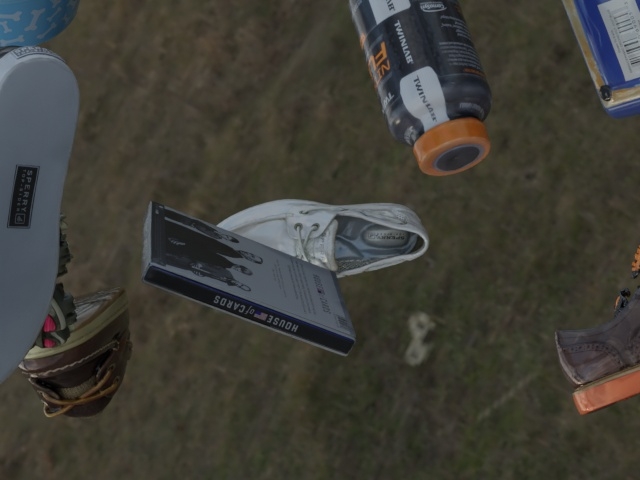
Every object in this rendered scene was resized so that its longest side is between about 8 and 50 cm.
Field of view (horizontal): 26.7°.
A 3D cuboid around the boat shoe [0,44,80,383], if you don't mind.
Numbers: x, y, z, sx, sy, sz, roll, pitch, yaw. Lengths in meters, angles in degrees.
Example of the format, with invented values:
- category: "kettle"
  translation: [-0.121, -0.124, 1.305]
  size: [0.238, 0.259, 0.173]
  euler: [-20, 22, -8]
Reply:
- category: "boat shoe"
  translation: [-0.214, -0.016, 0.859]
  size: [0.076, 0.080, 0.229]
  euler: [27, 108, 51]

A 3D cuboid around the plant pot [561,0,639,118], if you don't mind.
- category: "plant pot"
  translation: [0.410, -0.268, 1.506]
  size: [0.212, 0.236, 0.236]
  euler: [-26, 7, -31]

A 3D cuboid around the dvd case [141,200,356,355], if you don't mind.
- category: "dvd case"
  translation: [-0.082, 0.040, 1.491]
  size: [0.030, 0.238, 0.179]
  euler: [-63, 16, 18]

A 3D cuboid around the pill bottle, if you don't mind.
- category: "pill bottle"
  translation: [0.125, -0.201, 1.598]
  size: [0.130, 0.130, 0.246]
  euler: [-39, 57, 41]

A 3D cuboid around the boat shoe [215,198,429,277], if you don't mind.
- category: "boat shoe"
  translation: [0.000, 0.000, 1.666]
  size: [0.096, 0.277, 0.098]
  euler: [-136, 40, -74]

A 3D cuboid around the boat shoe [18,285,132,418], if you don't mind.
- category: "boat shoe"
  translation: [-0.242, 0.120, 1.376]
  size: [0.342, 0.123, 0.123]
  euler: [179, 75, -84]

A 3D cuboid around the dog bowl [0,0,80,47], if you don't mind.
- category: "dog bowl"
  translation: [-0.312, -0.278, 1.204]
  size: [0.297, 0.165, 0.074]
  euler: [53, 151, 32]

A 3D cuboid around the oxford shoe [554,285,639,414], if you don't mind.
- category: "oxford shoe"
  translation: [0.353, 0.073, 1.295]
  size: [0.271, 0.097, 0.098]
  euler: [-26, 77, 14]

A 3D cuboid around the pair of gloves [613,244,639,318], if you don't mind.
- category: "pair of gloves"
  translation: [0.317, 0.043, 1.381]
  size: [0.074, 0.010, 0.083]
  euler: [-24, -45, -82]

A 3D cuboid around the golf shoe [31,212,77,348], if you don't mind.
- category: "golf shoe"
  translation: [-0.254, 0.011, 1.017]
  size: [0.105, 0.120, 0.273]
  euler: [57, 156, 31]
